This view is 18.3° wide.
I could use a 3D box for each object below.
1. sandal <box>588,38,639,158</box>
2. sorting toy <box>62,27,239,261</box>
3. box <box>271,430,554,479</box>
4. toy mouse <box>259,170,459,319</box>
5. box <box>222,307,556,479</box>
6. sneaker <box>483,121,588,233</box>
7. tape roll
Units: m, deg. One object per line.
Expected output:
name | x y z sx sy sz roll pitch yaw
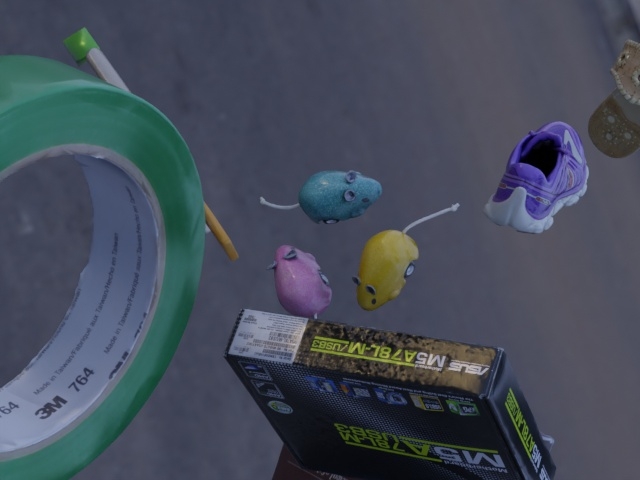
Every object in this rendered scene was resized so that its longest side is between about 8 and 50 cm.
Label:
sandal | 0.310 -0.144 1.891 0.088 0.240 0.079 41 53 9
sorting toy | -0.205 -0.106 2.282 0.348 0.047 0.196 53 -6 33
box | 0.035 0.309 1.698 0.143 0.191 0.381 13 95 -42
toy mouse | 0.000 0.000 1.460 0.143 0.161 0.031 37 6 28
box | 0.050 0.117 1.350 0.184 0.190 0.045 65 40 -53
sneaker | 0.187 -0.063 1.617 0.170 0.068 0.071 -52 162 -61
tape roll | -0.220 0.033 1.392 0.321 0.077 0.321 -30 132 -39
